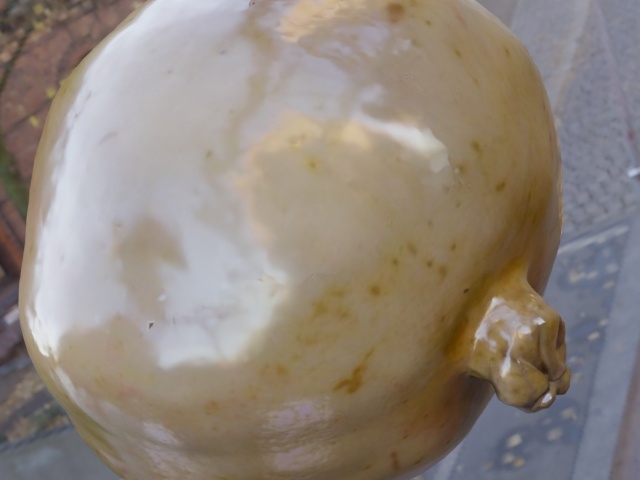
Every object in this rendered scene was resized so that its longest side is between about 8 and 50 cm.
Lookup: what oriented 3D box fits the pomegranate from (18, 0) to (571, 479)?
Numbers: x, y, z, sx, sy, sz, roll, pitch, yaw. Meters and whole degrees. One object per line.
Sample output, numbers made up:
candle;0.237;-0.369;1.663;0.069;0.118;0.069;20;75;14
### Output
pomegranate;0.000;0.000;0.887;0.412;0.411;0.411;-27;17;9
